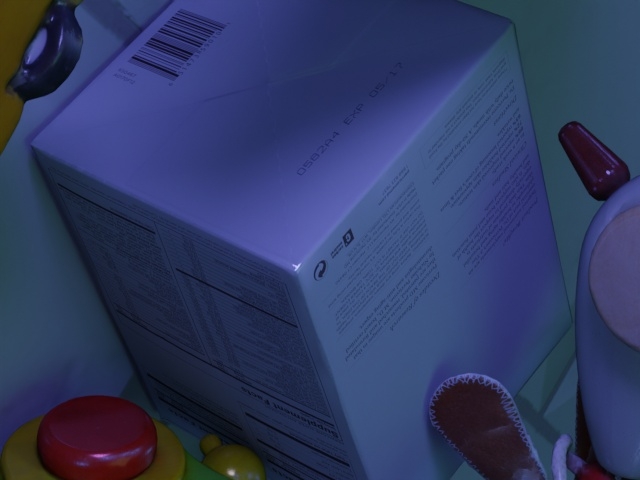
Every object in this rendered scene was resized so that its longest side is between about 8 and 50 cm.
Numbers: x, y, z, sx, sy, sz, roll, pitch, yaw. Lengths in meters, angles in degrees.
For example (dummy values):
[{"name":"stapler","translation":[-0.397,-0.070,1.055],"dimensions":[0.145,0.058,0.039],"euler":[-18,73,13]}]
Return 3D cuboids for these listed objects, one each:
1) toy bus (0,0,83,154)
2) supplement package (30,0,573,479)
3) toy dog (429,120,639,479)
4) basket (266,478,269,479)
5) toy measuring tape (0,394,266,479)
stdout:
[{"name":"toy bus","translation":[-0.234,-0.016,0.841],"dimensions":[0.108,0.130,0.332],"euler":[32,84,-56]},{"name":"supplement package","translation":[0.000,0.000,1.119],"dimensions":[0.199,0.198,0.262],"euler":[-48,144,-25]},{"name":"toy dog","translation":[0.150,0.068,1.096],"dimensions":[0.333,0.161,0.220],"euler":[-54,153,10]},{"name":"basket","translation":[-0.013,0.177,1.308],"dimensions":[0.113,0.103,0.167],"euler":[-6,117,-53]},{"name":"toy measuring tape","translation":[-0.187,0.160,1.086],"dimensions":[0.330,0.121,0.121],"euler":[-11,123,-25]}]
